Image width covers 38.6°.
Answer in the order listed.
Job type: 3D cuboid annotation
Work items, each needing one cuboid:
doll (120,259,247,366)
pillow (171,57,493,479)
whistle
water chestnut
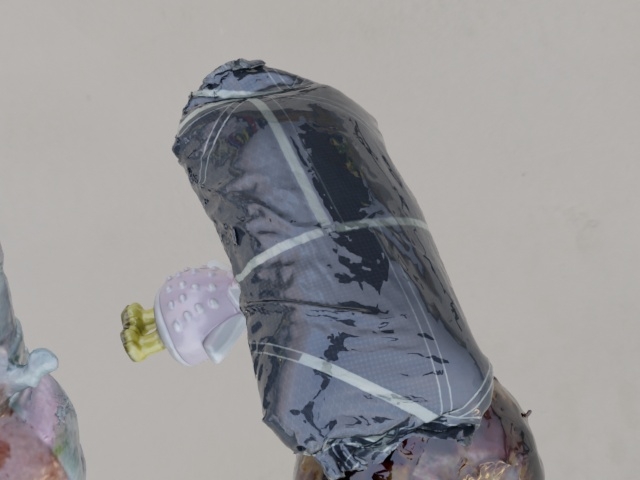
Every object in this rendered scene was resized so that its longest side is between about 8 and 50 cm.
[{"bbox_3d":[-0.074,0.051,0.788,0.207,0.129,0.081,-22,124,8],"label":"doll"},{"bbox_3d":[0.000,0.000,0.633,0.162,0.092,0.335,-6,55,-22],"label":"pillow"},{"bbox_3d":[-0.243,0.109,0.647,0.134,0.346,0.142,-30,54,-35],"label":"whistle"},{"bbox_3d":[0.076,0.257,0.955,0.300,0.300,0.300,0,86,-5],"label":"water chestnut"}]
